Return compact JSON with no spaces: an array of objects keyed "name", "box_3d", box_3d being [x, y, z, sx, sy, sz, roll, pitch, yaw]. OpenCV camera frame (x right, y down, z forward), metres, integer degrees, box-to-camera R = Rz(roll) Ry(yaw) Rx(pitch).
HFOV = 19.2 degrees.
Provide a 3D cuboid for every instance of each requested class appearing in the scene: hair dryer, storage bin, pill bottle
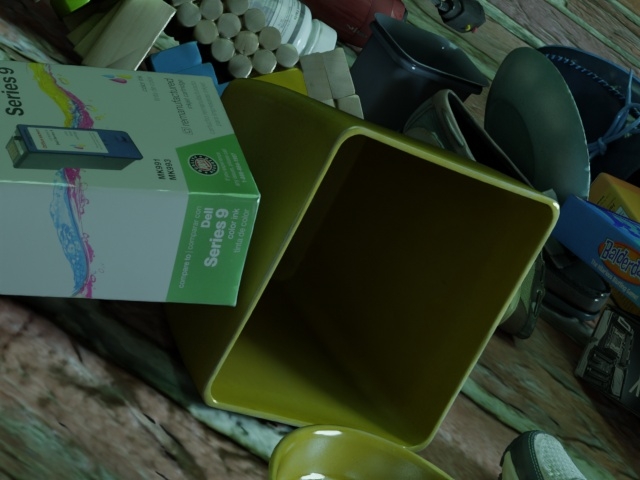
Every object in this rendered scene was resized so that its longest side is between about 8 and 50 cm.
[{"name":"hair dryer","box_3d":[0.027,-0.298,2.080,0.293,0.080,0.223,-4,49,-47]},{"name":"storage bin","box_3d":[0.084,-0.163,1.911,0.135,0.091,0.098,15,32,-45]},{"name":"pill bottle","box_3d":[-0.058,-0.205,1.800,0.137,0.078,0.078,29,24,-20]}]

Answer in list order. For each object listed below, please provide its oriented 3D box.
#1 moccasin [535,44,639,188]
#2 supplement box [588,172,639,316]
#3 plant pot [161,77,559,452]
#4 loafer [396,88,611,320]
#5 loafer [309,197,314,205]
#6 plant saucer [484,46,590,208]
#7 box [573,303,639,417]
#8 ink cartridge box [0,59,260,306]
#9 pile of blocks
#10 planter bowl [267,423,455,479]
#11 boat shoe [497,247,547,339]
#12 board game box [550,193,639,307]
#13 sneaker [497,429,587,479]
[{"name":"moccasin","box_3d":[0.361,-0.097,2.141,0.342,0.138,0.117,37,27,2]},{"name":"supplement box","box_3d":[0.337,0.033,1.928,0.078,0.080,0.233,21,26,-33]},{"name":"plant pot","box_3d":[0.000,0.000,1.349,0.212,0.212,0.187,18,16,-39]},{"name":"loafer","box_3d":[0.182,-0.036,1.819,0.267,0.084,0.096,43,23,12]},{"name":"loafer","box_3d":[0.030,-0.007,1.542,0.220,0.080,0.078,27,24,-25]},{"name":"plant saucer","box_3d":[0.205,-0.095,1.890,0.037,0.195,0.195,-14,46,-20]},{"name":"box","box_3d":[0.406,0.172,1.640,0.242,0.076,0.307,19,9,-36]},{"name":"ink cartridge box","box_3d":[-0.162,-0.039,1.219,0.212,0.093,0.154,2,34,-18]},{"name":"pile of blocks","box_3d":[-0.126,-0.175,1.618,0.362,0.149,0.112,38,-8,-10]},{"name":"planter bowl","box_3d":[0.037,0.215,1.106,0.217,0.090,0.217,31,24,-15]},{"name":"boat shoe","box_3d":[0.180,0.041,1.713,0.049,0.056,0.152,44,34,-12]},{"name":"board game box","box_3d":[0.328,0.042,1.728,0.160,0.047,0.210,20,16,-38]},{"name":"sneaker","box_3d":[0.243,0.229,1.345,0.110,0.122,0.283,7,37,-52]}]
